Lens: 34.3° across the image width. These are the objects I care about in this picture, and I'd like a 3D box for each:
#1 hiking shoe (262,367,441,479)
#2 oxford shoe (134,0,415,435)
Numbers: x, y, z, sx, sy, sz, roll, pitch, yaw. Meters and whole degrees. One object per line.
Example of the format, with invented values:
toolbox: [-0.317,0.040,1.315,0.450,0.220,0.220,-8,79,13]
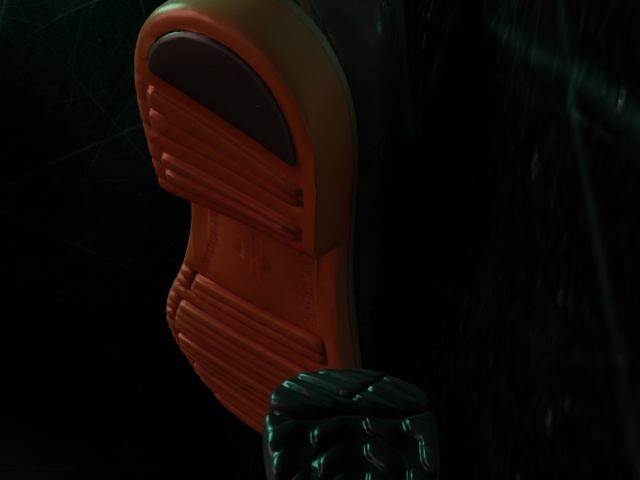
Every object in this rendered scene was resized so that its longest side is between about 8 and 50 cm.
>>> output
hiking shoe: [0.013,0.157,0.344,0.227,0.086,0.114,-81,-11,-46]
oxford shoe: [0.000,0.000,0.559,0.133,0.130,0.364,-48,-23,-32]
